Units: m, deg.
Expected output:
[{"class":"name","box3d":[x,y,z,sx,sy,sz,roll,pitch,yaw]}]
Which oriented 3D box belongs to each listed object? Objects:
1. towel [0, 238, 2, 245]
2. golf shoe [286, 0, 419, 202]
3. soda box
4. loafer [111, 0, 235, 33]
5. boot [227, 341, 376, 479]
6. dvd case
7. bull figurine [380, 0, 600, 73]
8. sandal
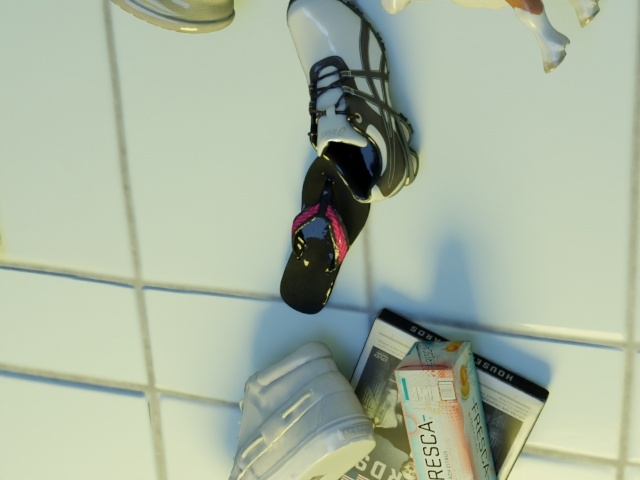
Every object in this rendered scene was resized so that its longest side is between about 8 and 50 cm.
[{"class":"towel","box3d":[-0.478,-0.076,1.410,0.285,0.034,0.209,5,114,21]},{"class":"golf shoe","box3d":[0.022,-0.124,1.138,0.077,0.094,0.198,-23,101,31]},{"class":"soda box","box3d":[0.120,0.186,1.219,0.058,0.063,0.183,-3,110,25]},{"class":"loafer","box3d":[-0.174,-0.287,1.142,0.268,0.102,0.092,41,128,2]},{"class":"boot","box3d":[-0.048,0.206,1.323,0.258,0.095,0.123,-44,58,35]},{"class":"dvd case","box3d":[0.099,0.203,1.291,0.179,0.029,0.238,26,120,11]},{"class":"bull figurine","box3d":[0.165,-0.254,1.013,0.188,0.101,0.310,42,124,-4]},{"class":"sandal","box3d":[0.000,0.000,1.233,0.067,0.040,0.179,23,120,12]}]
